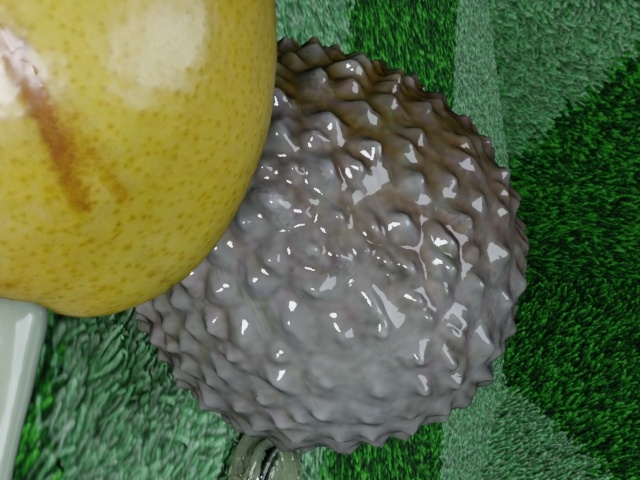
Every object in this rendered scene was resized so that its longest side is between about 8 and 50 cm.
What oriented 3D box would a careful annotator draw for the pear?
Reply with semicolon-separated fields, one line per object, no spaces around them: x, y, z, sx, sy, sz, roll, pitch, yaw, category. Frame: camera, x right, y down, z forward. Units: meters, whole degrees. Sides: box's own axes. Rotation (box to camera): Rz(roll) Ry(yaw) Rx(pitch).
-0.173;-0.114;0.586;0.314;0.315;0.314;1;90;-69;pear

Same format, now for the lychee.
0.000;0.000;0.921;0.432;0.380;0.380;50;41;-31;lychee

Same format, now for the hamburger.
-0.067;0.297;1.199;0.140;0.063;0.133;61;37;-57;hamburger

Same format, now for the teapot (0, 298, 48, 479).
-0.220;0.208;0.625;0.220;0.149;0.318;-114;-165;-72;teapot
